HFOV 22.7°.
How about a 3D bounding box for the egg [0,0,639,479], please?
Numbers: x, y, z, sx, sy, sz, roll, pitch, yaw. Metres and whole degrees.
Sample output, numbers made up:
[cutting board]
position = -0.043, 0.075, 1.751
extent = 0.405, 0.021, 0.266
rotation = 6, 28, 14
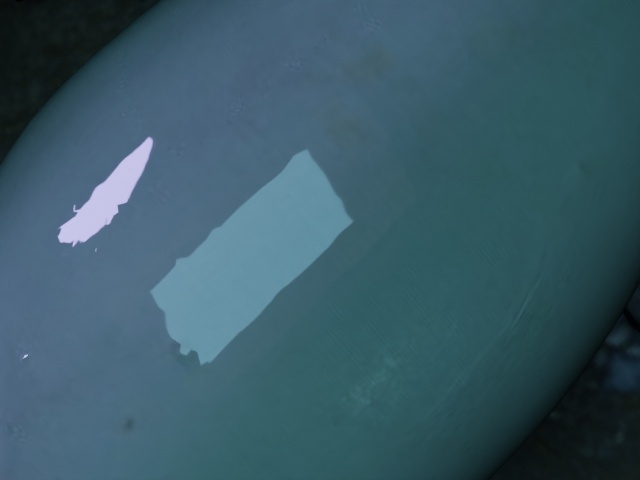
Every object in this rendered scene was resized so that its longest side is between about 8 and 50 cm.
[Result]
[egg]
position = 0.000, 0.000, 0.635
extent = 0.371, 0.230, 0.230
rotation = -43, 77, 9
